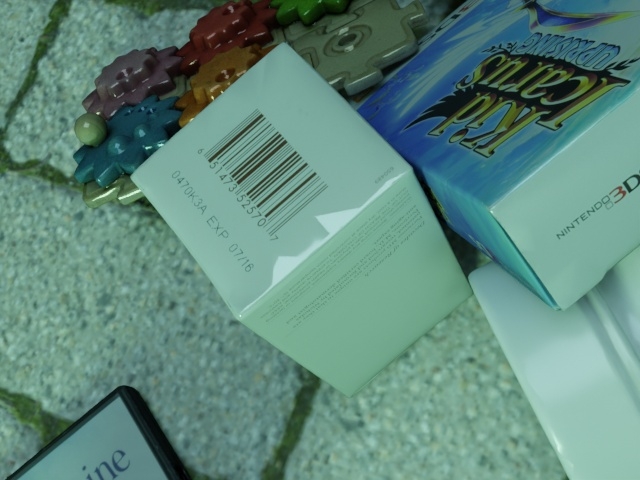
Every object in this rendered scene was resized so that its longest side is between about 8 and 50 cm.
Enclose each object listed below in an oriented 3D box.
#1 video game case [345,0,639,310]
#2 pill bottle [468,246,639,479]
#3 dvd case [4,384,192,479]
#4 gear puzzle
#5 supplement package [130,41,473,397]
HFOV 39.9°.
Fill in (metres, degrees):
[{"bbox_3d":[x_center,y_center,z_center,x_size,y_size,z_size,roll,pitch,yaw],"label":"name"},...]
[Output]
[{"bbox_3d":[0.143,-0.104,0.452,0.244,0.061,0.269,-40,20,1],"label":"video game case"},{"bbox_3d":[0.226,0.013,0.407,0.283,0.161,0.161,-27,62,8],"label":"pill bottle"},{"bbox_3d":[-0.125,0.236,0.521,0.180,0.022,0.253,-40,61,1],"label":"dvd case"},{"bbox_3d":[-0.021,-0.143,0.588,0.339,0.044,0.175,-25,37,9],"label":"gear puzzle"},{"bbox_3d":[0.000,0.000,0.482,0.105,0.179,0.105,-42,61,0],"label":"supplement package"}]
